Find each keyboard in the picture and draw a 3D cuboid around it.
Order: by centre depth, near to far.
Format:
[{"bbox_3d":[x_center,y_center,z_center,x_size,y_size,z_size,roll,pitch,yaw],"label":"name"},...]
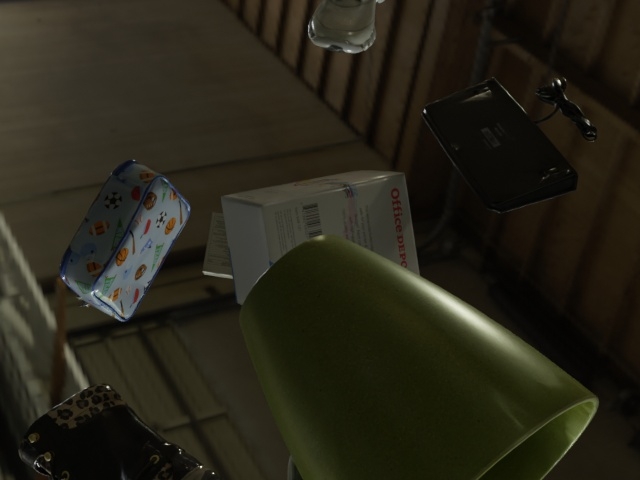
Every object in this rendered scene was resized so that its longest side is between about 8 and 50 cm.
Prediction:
[{"bbox_3d":[0.269,-0.143,1.522,0.317,0.201,0.033,-111,180,-56],"label":"keyboard"}]

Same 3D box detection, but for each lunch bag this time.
[{"bbox_3d":[-0.389,0.009,2.260,0.115,0.303,0.243,25,-14,20],"label":"lunch bag"}]

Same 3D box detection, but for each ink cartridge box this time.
[{"bbox_3d":[0.000,0.000,1.655,0.168,0.232,0.171,13,-67,64],"label":"ink cartridge box"}]

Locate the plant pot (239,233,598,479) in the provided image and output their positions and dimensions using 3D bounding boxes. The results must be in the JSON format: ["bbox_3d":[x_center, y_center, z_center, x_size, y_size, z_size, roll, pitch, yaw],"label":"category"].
[{"bbox_3d":[0.063,0.141,1.085,0.293,0.274,0.275,47,-38,24],"label":"plant pot"}]

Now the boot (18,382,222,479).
[{"bbox_3d":[-0.375,0.416,1.761,0.284,0.377,0.138,39,-20,28],"label":"boot"}]

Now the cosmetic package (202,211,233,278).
[{"bbox_3d":[-0.181,0.010,2.094,0.041,0.060,0.115,95,5,-80],"label":"cosmetic package"}]

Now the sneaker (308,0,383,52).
[{"bbox_3d":[0.049,-0.395,1.776,0.292,0.110,0.118,-74,173,-48],"label":"sneaker"}]

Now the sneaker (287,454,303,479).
[{"bbox_3d":[0.017,0.526,2.170,0.108,0.169,0.293,-20,-98,44],"label":"sneaker"}]
